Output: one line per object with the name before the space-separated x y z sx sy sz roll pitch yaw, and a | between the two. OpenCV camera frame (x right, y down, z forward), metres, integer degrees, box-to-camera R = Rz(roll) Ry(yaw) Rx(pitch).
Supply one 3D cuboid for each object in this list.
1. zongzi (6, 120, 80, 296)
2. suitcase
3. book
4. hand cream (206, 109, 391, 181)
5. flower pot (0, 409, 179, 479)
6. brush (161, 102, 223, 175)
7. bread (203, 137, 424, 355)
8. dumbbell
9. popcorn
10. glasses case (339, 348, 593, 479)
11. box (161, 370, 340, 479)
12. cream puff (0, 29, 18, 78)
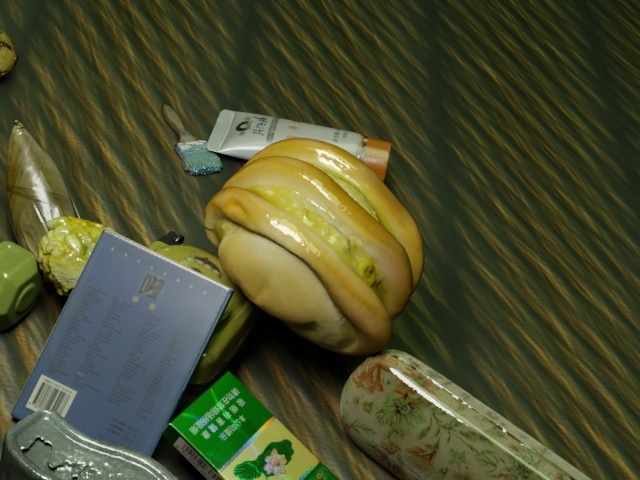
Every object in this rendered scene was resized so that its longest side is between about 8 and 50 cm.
zongzi | -0.395 -0.049 1.689 0.099 0.197 0.194 -20 54 -17
suitcase | -0.193 0.101 1.631 0.193 0.143 0.235 26 40 9
book | -0.253 0.143 1.512 0.190 0.025 0.269 25 84 7
hand cream | -0.035 -0.163 2.066 0.314 0.089 0.140 9 37 0
flower pot | -0.273 0.298 1.397 0.229 0.108 0.103 27 38 8
brush | -0.236 -0.178 2.046 0.070 0.021 0.196 -10 45 -30
bread | 0.000 0.000 1.611 0.315 0.211 0.270 41 21 3
dumbbell | -0.527 0.012 1.629 0.301 0.108 0.121 27 37 11
popcorn | -0.326 0.025 1.617 0.116 0.106 0.120 31 25 32
glasses case | 0.209 0.301 1.547 0.425 0.157 0.098 34 34 18
box | -0.077 0.286 1.502 0.235 0.034 0.132 45 42 6
cream puff | -0.589 -0.310 2.006 0.149 0.084 0.149 13 41 -12
